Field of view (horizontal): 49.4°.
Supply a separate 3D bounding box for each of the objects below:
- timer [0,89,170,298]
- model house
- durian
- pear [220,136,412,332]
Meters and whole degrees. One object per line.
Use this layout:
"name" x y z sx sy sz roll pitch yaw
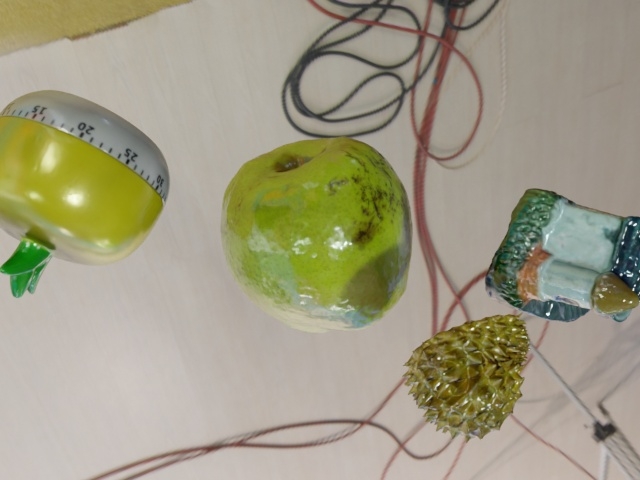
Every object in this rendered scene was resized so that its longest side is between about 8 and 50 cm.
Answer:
"timer" -0.369 -0.044 0.983 0.285 0.285 0.285 -13 120 -24
"model house" 0.423 0.044 0.967 0.253 0.291 0.184 20 86 -42
"durian" 0.200 0.186 0.971 0.132 0.182 0.165 -34 112 -62
"pear" 0.000 0.000 1.321 0.391 0.391 0.391 -13 120 -24
